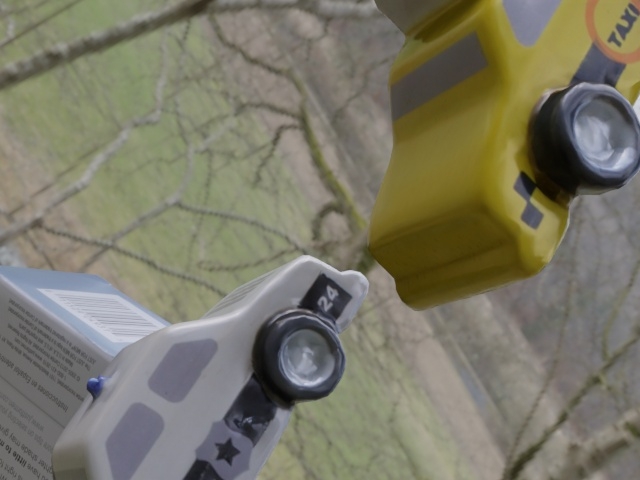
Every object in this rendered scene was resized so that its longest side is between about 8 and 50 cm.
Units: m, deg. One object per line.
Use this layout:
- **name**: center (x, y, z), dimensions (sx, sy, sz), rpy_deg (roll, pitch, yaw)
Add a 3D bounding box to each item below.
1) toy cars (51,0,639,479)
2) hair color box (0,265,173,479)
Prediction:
- **toy cars**: center (0.000, 0.000, 0.455), dimensions (0.087, 0.394, 0.176), rpy_deg (38, 17, -13)
- **hair color box**: center (-0.202, 0.226, 0.866), dimensions (0.185, 0.375, 0.113), rpy_deg (27, 12, 38)
